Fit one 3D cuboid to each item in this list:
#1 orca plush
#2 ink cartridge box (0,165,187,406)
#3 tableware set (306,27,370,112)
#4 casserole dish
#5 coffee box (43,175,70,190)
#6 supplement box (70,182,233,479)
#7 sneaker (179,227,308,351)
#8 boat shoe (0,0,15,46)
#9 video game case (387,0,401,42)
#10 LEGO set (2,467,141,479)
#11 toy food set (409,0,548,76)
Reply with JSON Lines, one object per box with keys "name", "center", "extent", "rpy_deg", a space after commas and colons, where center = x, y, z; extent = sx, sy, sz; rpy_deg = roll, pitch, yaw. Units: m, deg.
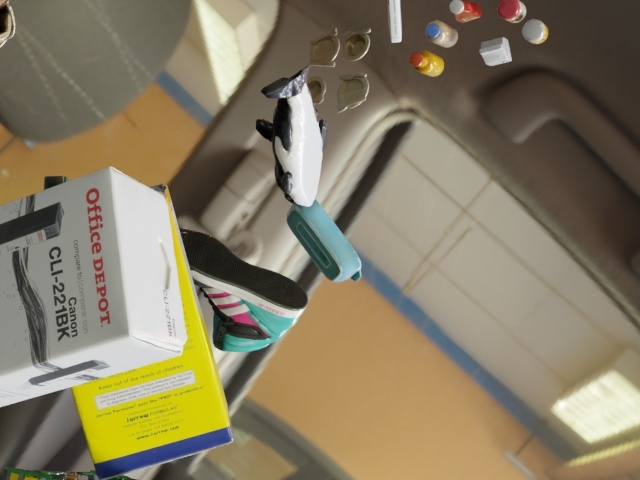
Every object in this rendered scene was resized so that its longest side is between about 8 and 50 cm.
{"name": "orca plush", "center": [-0.067, -0.163, 1.662], "extent": [0.102, 0.151, 0.287], "rpy_deg": [17, -20, 17]}
{"name": "ink cartridge box", "center": [-0.303, 0.059, 1.173], "extent": [0.114, 0.273, 0.197], "rpy_deg": [34, 42, -63]}
{"name": "tableware set", "center": [0.028, -0.299, 1.839], "extent": [0.141, 0.168, 0.020], "rpy_deg": [-3, -19, 35]}
{"name": "casserole dish", "center": [0.000, 0.000, 1.823], "extent": [0.188, 0.037, 0.114], "rpy_deg": [53, -22, 5]}
{"name": "coffee box", "center": [-0.419, -0.022, 1.741], "extent": [0.040, 0.113, 0.184], "rpy_deg": [-1, -18, 1]}
{"name": "supplement box", "center": [-0.264, 0.119, 1.486], "extent": [0.194, 0.195, 0.356], "rpy_deg": [-138, -146, -79]}
{"name": "sneaker", "center": [-0.185, 0.106, 1.937], "extent": [0.296, 0.124, 0.178], "rpy_deg": [28, -54, 2]}
{"name": "boat shoe", "center": [-0.517, -0.321, 1.549], "extent": [0.116, 0.123, 0.324], "rpy_deg": [38, -30, -11]}
{"name": "video game case", "center": [0.122, -0.460, 1.774], "extent": [0.022, 0.190, 0.173], "rpy_deg": [-3, -43, 6]}
{"name": "LEGO set", "center": [-0.297, 0.425, 1.427], "extent": [0.255, 0.192, 0.331], "rpy_deg": [9, -10, 13]}
{"name": "toy food set", "center": [0.268, -0.361, 1.828], "extent": [0.104, 0.232, 0.111], "rpy_deg": [-7, 88, -66]}
